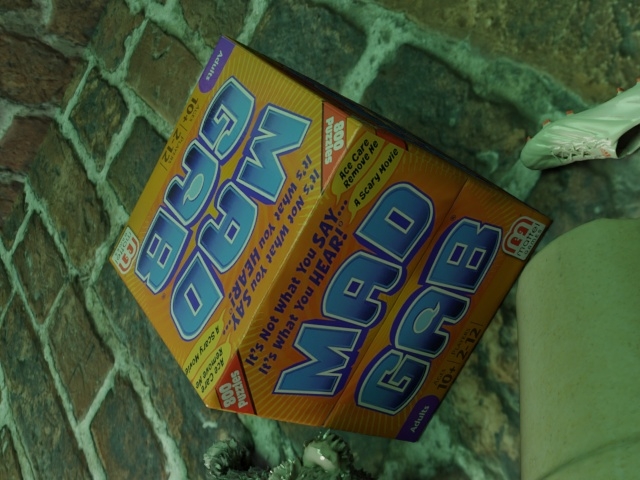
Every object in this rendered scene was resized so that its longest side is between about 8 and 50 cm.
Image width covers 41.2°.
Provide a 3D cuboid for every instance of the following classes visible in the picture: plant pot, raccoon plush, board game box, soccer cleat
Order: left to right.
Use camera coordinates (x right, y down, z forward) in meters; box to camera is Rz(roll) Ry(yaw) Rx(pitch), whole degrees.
[{"bbox_3d":[-0.060,0.322,1.170,0.299,0.216,0.446,-51,32,11],"label":"raccoon plush"},{"bbox_3d":[0.000,0.000,1.136,0.356,0.356,0.356,42,107,49],"label":"board game box"},{"bbox_3d":[0.331,-0.124,1.033,0.196,0.068,0.076,-28,58,37],"label":"soccer cleat"},{"bbox_3d":[0.313,0.154,0.775,0.333,0.333,0.306,-35,39,35],"label":"plant pot"}]
